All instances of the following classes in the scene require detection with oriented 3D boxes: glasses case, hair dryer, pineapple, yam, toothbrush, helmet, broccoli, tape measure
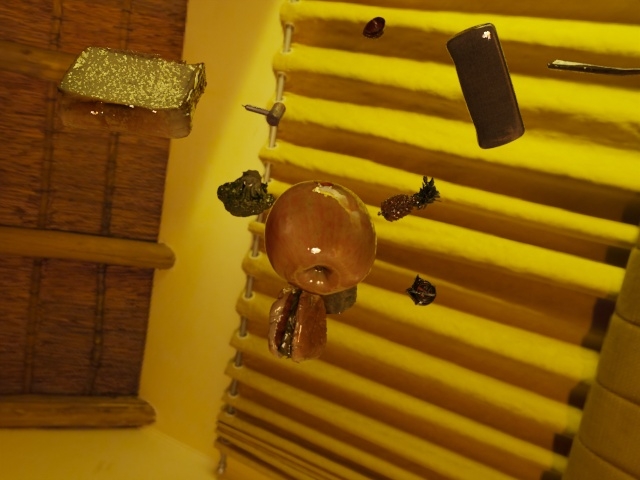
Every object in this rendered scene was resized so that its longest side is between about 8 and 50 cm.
[{"bbox_3d":[0.445,-0.408,1.401,0.074,0.131,0.323,-72,-40,-62],"label":"glasses case"},{"bbox_3d":[-0.153,-0.344,1.375,0.037,0.115,0.063,102,-175,-51],"label":"hair dryer"},{"bbox_3d":[0.290,-0.134,1.748,0.083,0.222,0.103,-17,-97,-84],"label":"pineapple"},{"bbox_3d":[0.071,0.155,2.262,0.195,0.195,0.299,-49,-35,-45],"label":"yam"},{"bbox_3d":[0.629,-0.368,1.140,0.030,0.297,0.030,-20,-59,-28],"label":"toothbrush"},{"bbox_3d":[0.235,-0.885,2.215,0.111,0.089,0.057,-53,-30,-1],"label":"helmet"},{"bbox_3d":[-0.206,-0.129,1.459,0.162,0.146,0.137,-14,-42,-53],"label":"broccoli"},{"bbox_3d":[0.333,0.171,1.721,0.091,0.094,0.054,-48,-11,-18],"label":"tape measure"}]

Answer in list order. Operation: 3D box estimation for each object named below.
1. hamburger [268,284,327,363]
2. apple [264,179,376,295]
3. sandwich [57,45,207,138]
[{"bbox_3d":[-0.093,0.344,1.945,0.209,0.162,0.329,-35,-51,-51],"label":"hamburger"},{"bbox_3d":[0.000,0.000,1.780,0.346,0.392,0.391,-83,-11,-49],"label":"apple"},{"bbox_3d":[-0.367,-0.293,1.040,0.226,0.251,0.087,-91,8,-47],"label":"sandwich"}]
